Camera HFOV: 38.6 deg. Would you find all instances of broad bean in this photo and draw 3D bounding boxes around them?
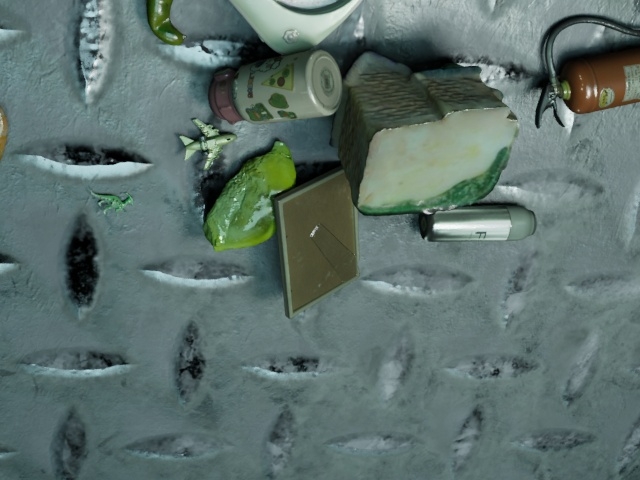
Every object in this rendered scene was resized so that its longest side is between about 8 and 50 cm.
[{"bbox_3d":[-0.274,-0.446,1.603,0.070,0.048,0.213,-4,121,-7],"label":"broad bean"}]

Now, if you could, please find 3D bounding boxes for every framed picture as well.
[{"bbox_3d":[0.000,0.000,1.897,0.211,0.020,0.289,-28,129,-32],"label":"framed picture"}]

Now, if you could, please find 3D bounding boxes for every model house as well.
[{"bbox_3d":[0.175,-0.228,1.721,0.299,0.284,0.243,-8,140,-18],"label":"model house"}]

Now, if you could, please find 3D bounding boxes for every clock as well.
[{"bbox_3d":[-0.022,-0.505,1.594,0.324,0.108,0.265,-37,121,9],"label":"clock"}]

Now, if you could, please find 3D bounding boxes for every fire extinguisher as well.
[{"bbox_3d":[0.595,-0.357,1.854,0.376,0.113,0.200,-14,80,-7],"label":"fire extinguisher"}]

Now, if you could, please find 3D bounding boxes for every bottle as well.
[{"bbox_3d":[0.341,-0.034,1.990,0.254,0.079,0.096,-2,159,-12],"label":"bottle"},{"bbox_3d":[-0.093,-0.272,1.661,0.253,0.120,0.120,-2,130,32],"label":"bottle"}]

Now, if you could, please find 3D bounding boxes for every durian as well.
[{"bbox_3d":[-0.130,-0.074,1.832,0.250,0.101,0.139,-42,120,6],"label":"durian"}]

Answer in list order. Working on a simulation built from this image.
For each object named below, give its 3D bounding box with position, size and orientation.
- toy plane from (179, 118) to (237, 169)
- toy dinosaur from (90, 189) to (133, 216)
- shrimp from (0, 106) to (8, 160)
[{"bbox_3d":[-0.216,-0.190,1.778,0.111,0.040,0.102,-12,112,-4],"label":"toy plane"},{"bbox_3d":[-0.410,-0.081,1.809,0.062,0.021,0.083,-31,127,-2],"label":"toy dinosaur"},{"bbox_3d":[-0.655,-0.162,1.680,0.133,0.053,0.236,13,113,-23],"label":"shrimp"}]
